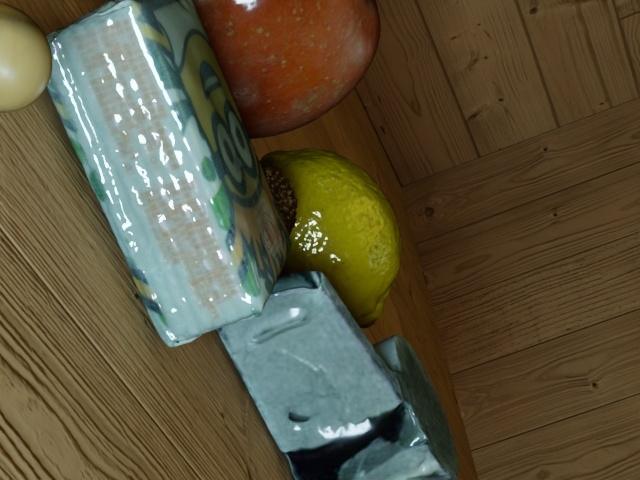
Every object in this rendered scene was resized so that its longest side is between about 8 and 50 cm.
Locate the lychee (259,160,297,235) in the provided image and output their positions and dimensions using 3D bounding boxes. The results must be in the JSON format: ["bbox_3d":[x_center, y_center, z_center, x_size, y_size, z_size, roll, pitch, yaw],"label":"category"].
[{"bbox_3d":[-0.092,-0.037,1.510,0.129,0.123,0.123,19,50,-63],"label":"lychee"}]

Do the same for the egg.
[{"bbox_3d":[-0.241,-0.137,0.985,0.096,0.080,0.080,54,18,-72],"label":"egg"}]

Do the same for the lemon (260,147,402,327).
[{"bbox_3d":[0.000,0.000,1.727,0.260,0.204,0.204,60,11,-10],"label":"lemon"}]

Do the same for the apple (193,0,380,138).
[{"bbox_3d":[-0.084,-0.297,1.621,0.348,0.277,0.349,-21,90,-81],"label":"apple"}]

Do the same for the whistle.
[{"bbox_3d":[0.027,0.199,1.554,0.405,0.168,0.188,48,22,-55],"label":"whistle"}]

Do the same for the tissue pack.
[{"bbox_3d":[-0.141,-0.082,1.290,0.228,0.128,0.311,-71,139,-73],"label":"tissue pack"}]
